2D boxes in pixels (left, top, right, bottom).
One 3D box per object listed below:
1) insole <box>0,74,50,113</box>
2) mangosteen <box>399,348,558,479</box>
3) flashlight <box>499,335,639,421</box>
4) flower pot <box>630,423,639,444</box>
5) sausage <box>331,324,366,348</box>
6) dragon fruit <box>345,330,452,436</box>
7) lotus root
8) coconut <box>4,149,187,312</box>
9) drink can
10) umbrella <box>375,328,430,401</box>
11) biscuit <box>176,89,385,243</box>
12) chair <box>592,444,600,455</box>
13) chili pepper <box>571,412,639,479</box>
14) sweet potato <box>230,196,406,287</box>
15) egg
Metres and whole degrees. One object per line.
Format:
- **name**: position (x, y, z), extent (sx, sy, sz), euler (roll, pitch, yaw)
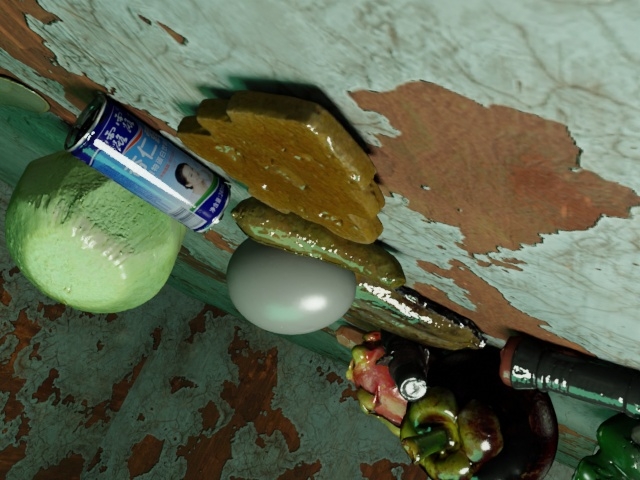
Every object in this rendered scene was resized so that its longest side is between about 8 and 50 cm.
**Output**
- **insole**: position (-0.582, -0.266, 1.151), extent (0.348, 0.009, 0.119), euler (15, 163, 40)
- **mangosteen**: position (0.304, 0.347, 1.219), extent (0.297, 0.297, 0.313), euler (22, 163, 16)
- **flashlight**: position (0.396, 0.210, 0.982), extent (0.232, 0.093, 0.093), euler (9, 159, 37)
- **flower pot**: position (0.553, 0.337, 0.842), extent (0.269, 0.166, 0.269), euler (10, 159, 4)
- **sausage**: position (0.116, 0.288, 1.828), extent (0.169, 0.065, 0.065), euler (23, 166, 16)
- **dragon fruit**: position (0.217, 0.316, 1.473), extent (0.307, 0.243, 0.227), euler (-10, 147, -8)
- **lotus root**: position (0.140, 0.135, 1.173), extent (0.329, 0.078, 0.167), euler (26, 168, 2)
- **coconut**: position (-0.396, -0.030, 1.159), extent (0.328, 0.281, 0.328), euler (15, -150, -9)
- **drink can**: position (-0.247, -0.106, 0.946), extent (0.235, 0.097, 0.097), euler (36, 164, -34)
- **umbrella**: position (0.164, 0.224, 1.239), extent (0.094, 0.090, 0.326), euler (40, -171, -8)
- **biscuit**: position (-0.026, -0.088, 0.709), extent (0.278, 0.043, 0.301), euler (31, 165, -9)
- **chair**: position (0.844, 0.647, 1.663), extent (0.270, 0.136, 0.147), euler (24, 165, 16)
- **chili pepper**: position (0.601, 0.438, 1.147), extent (0.257, 0.233, 0.248), euler (26, 164, 29)
- **sweet potato**: position (0.000, 0.000, 0.940), extent (0.273, 0.075, 0.075), euler (22, 166, 5)
- **egg**: position (-0.047, 0.065, 1.045), extent (0.232, 0.176, 0.176), euler (1, 153, 40)
